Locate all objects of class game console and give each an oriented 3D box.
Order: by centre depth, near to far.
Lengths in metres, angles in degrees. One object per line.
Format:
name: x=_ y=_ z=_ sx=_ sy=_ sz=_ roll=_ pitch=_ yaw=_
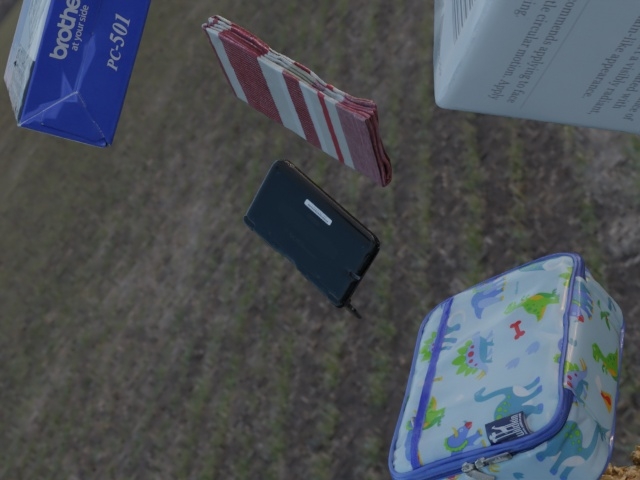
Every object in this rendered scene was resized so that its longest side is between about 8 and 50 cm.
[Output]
game console: x=0.000 y=0.000 z=0.993 sx=0.071 sy=0.122 sz=0.107 roll=-18 pitch=-36 yaw=-55

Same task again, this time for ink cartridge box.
ink cartridge box: x=-0.130 y=-0.114 z=0.597 sx=0.207 sy=0.046 sz=0.097 roll=-142 pitch=68 yaw=-69

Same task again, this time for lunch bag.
lunch bag: x=0.148 y=0.119 z=0.928 sx=0.176 sy=0.090 sz=0.219 roll=-25 pitch=28 yaw=35

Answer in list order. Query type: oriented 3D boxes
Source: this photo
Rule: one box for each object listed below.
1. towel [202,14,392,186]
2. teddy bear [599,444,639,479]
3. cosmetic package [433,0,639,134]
towel: x=-0.032 y=-0.221 z=1.828 sx=0.037 sy=0.329 sz=0.237 roll=-52 pitch=-21 yaw=-13
teddy bear: x=0.196 y=0.269 z=0.965 sx=0.338 sy=0.113 sz=0.245 roll=-34 pitch=11 yaw=19
cosmetic package: x=0.152 y=-0.141 z=0.461 sx=0.151 sy=0.184 sz=0.151 roll=113 pitch=162 yaw=-64
